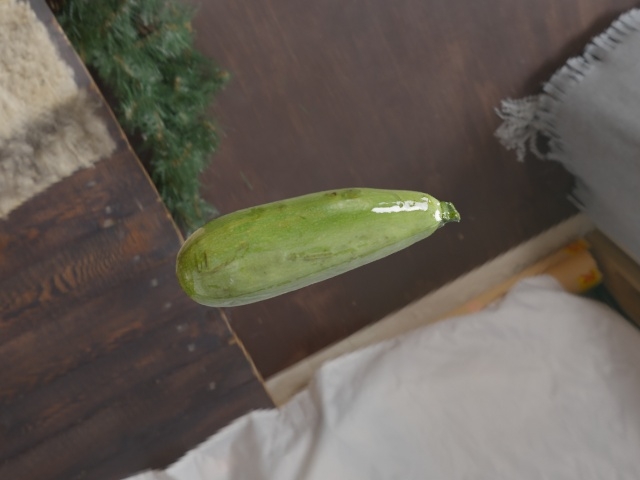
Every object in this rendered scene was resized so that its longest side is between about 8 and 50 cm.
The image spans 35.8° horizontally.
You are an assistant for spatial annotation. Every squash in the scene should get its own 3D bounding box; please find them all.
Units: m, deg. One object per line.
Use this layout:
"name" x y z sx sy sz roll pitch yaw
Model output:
"squash" -0.002 -0.007 1.251 0.371 0.118 0.118 -16 125 -8
